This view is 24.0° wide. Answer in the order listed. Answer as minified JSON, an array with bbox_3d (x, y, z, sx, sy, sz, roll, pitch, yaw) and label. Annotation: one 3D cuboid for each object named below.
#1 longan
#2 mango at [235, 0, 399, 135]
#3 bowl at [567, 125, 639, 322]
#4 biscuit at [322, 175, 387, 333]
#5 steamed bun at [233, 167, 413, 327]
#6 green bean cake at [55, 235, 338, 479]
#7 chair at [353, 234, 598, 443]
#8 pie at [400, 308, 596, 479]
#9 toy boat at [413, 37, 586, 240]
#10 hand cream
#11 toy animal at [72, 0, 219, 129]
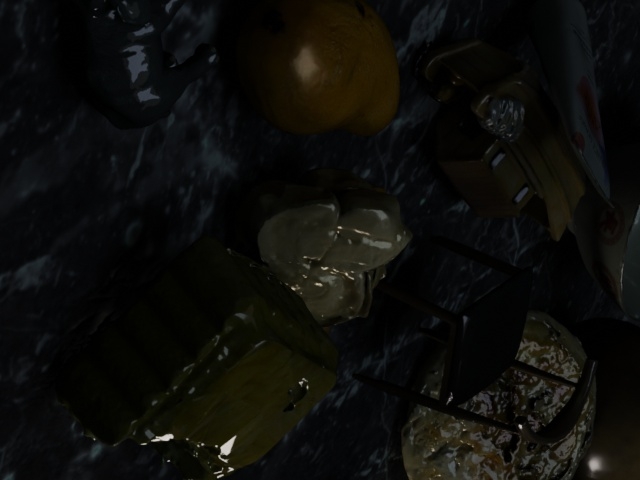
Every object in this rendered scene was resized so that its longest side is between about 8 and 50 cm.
[{"bbox_3d":[0.476,0.270,2.371,0.319,0.319,0.319,-36,138,-40],"label":"longan"},{"bbox_3d":[-0.001,-0.179,1.531,0.262,0.109,0.157,23,82,-64],"label":"mango"},{"bbox_3d":[0.479,-0.057,2.303,0.337,0.158,0.337,-36,138,-41],"label":"bowl"},{"bbox_3d":[0.012,0.038,1.771,0.158,0.035,0.240,10,102,-56],"label":"biscuit"},{"bbox_3d":[0.000,0.000,1.624,0.192,0.106,0.177,-9,128,-6],"label":"steamed bun"},{"bbox_3d":[-0.114,0.137,1.498,0.233,0.124,0.236,-43,150,6],"label":"green bean cake"},{"bbox_3d":[0.204,0.127,1.896,0.188,0.272,0.166,-30,135,-46],"label":"chair"},{"bbox_3d":[0.264,0.251,2.156,0.339,0.077,0.339,-5,102,-26],"label":"pie"},{"bbox_3d":[0.242,-0.109,1.931,0.162,0.136,0.445,-50,149,0],"label":"toy boat"},{"bbox_3d":[0.314,-0.197,1.864,0.124,0.078,0.340,52,23,-44],"label":"hand cream"},{"bbox_3d":[-0.159,-0.207,1.286,0.137,0.082,0.269,-45,144,-33],"label":"toy animal"}]
